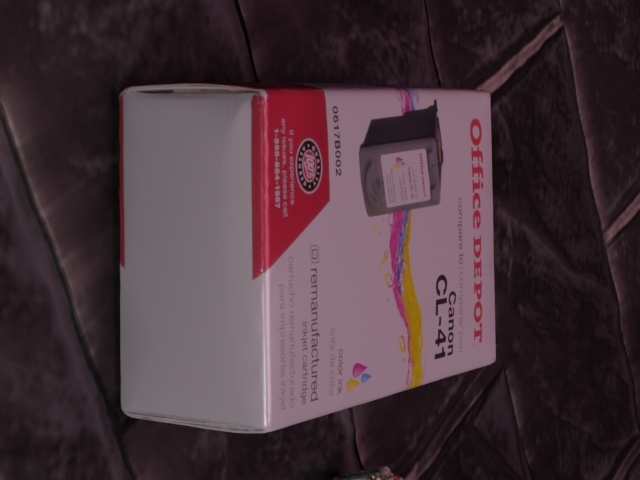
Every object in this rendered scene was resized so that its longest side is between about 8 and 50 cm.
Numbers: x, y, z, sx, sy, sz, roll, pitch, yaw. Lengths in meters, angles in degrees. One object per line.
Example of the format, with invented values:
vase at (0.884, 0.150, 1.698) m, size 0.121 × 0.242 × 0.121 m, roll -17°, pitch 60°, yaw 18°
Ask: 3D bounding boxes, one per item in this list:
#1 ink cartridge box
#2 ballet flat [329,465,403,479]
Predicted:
ink cartridge box at (0.000, 0.000, 1.131) m, size 0.306 × 0.131 × 0.226 m, roll -8°, pitch 98°, yaw -54°
ballet flat at (0.016, 0.293, 1.228) m, size 0.077 × 0.091 × 0.241 m, roll 12°, pitch 80°, yaw -25°
